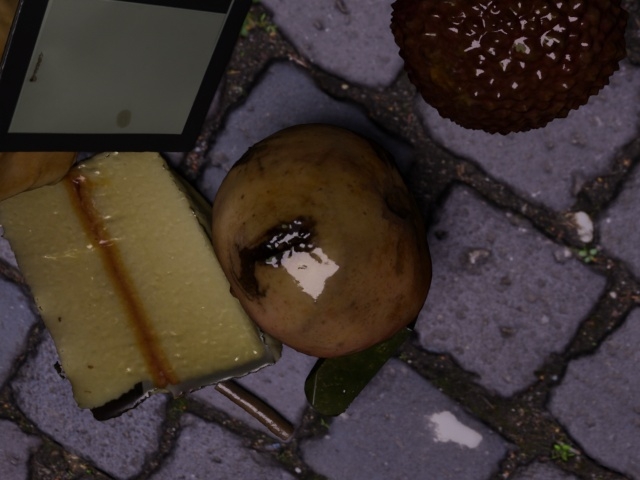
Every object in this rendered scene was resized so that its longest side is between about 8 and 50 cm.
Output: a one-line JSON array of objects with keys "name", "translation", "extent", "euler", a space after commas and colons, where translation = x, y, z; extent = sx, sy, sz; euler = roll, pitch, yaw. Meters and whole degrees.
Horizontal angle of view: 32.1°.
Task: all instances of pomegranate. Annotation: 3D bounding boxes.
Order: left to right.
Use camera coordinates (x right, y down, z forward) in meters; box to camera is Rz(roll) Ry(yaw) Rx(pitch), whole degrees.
[{"name": "pomegranate", "translation": [0.000, 0.000, 1.497], "extent": [0.322, 0.322, 0.322], "euler": [5, 115, 12]}]

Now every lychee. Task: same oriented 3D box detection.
[{"name": "lychee", "translation": [0.222, -0.256, 1.340], "extent": [0.304, 0.275, 0.276], "euler": [14, 123, 48]}]

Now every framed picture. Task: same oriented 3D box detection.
[{"name": "framed picture", "translation": [-0.266, -0.227, 1.473], "extent": [0.016, 0.347, 0.265], "euler": [46, 124, 33]}]

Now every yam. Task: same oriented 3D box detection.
[{"name": "yam", "translation": [-0.107, 0.271, 1.801], "extent": [0.145, 0.032, 0.032], "euler": [37, 117, -5]}]

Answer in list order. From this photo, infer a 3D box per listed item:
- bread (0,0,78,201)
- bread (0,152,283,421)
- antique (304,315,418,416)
[{"name": "bread", "translation": [-0.500, -0.222, 1.493], "extent": [0.250, 0.394, 0.361], "euler": [34, 120, 17]}, {"name": "bread", "translation": [-0.293, 0.042, 1.644], "extent": [0.345, 0.242, 0.405], "euler": [-30, 107, 21]}, {"name": "antique", "translation": [0.053, 0.172, 1.687], "extent": [0.080, 0.081, 0.221], "euler": [36, 117, -3]}]
